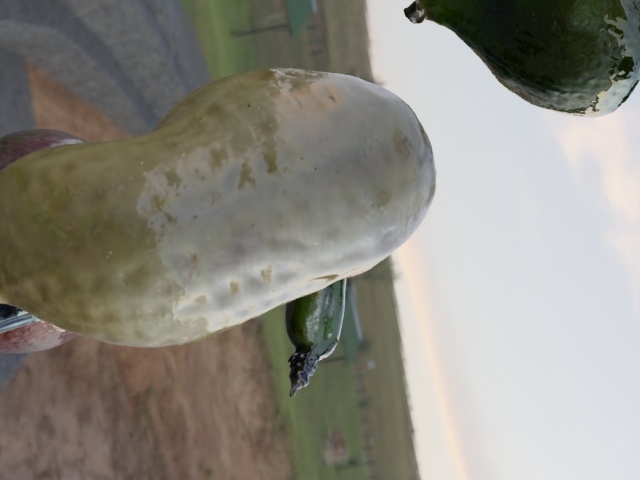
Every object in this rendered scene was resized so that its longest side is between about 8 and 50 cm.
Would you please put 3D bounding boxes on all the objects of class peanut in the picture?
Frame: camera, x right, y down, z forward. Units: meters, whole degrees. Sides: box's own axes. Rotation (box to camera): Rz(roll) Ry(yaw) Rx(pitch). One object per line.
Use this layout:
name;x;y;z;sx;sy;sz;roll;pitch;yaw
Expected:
peanut;-0.063;-0.016;0.609;0.137;0.253;0.122;54;-22;42

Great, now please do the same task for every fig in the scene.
fig;0.202;-0.231;1.108;0.203;0.235;0.203;15;90;-85

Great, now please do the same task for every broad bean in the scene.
broad bean;0.000;0.000;1.190;0.077;0.061;0.339;136;-38;-66

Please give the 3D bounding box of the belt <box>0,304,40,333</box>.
belt;-0.258;0.036;0.823;0.151;0.198;0.078;-147;-141;-89

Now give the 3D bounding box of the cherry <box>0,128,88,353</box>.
cherry;-0.280;0.014;1.124;0.206;0.239;0.239;72;4;-50
